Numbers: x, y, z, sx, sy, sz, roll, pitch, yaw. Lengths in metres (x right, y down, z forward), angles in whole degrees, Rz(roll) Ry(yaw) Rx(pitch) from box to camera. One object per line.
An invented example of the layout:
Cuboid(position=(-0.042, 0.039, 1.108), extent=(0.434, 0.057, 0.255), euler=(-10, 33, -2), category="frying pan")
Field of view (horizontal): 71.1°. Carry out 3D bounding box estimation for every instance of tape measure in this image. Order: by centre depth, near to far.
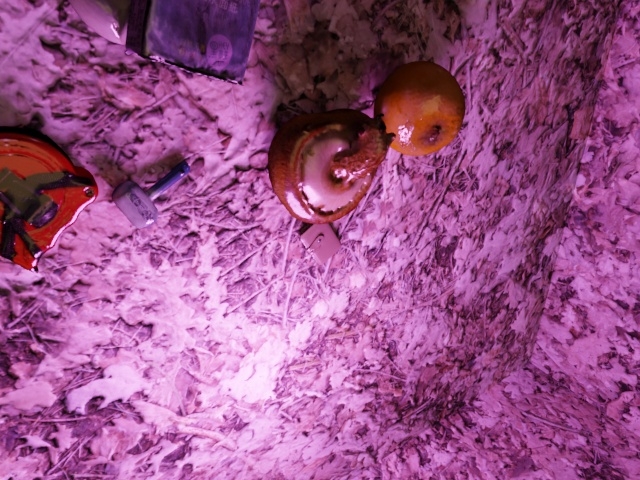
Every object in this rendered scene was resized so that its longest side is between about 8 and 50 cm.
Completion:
Cuboid(position=(-0.603, -0.093, 0.889), extent=(0.253, 0.114, 0.260), euler=(-49, 131, -5), category="tape measure")

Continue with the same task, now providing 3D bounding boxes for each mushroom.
Cuboid(position=(-0.437, -0.473, 0.833), extent=(0.225, 0.093, 0.116), euler=(34, 73, -33), category="mushroom")
Cuboid(position=(0.026, -0.201, 1.184), extent=(0.345, 0.259, 0.346), euler=(-16, 121, -28), category="mushroom")

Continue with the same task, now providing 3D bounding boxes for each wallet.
Cuboid(position=(0.000, 0.000, 1.420), extent=(0.118, 0.038, 0.153), euler=(-44, 132, -11), category="wallet")

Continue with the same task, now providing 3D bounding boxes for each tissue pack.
Cuboid(position=(-0.237, -0.520, 0.892), extent=(0.259, 0.122, 0.362), euler=(-4, 115, -53), category="tissue pack")

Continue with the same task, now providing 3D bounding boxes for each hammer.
Cuboid(position=(-0.389, -0.124, 1.066), extent=(0.194, 0.069, 0.116), euler=(-44, 131, -19), category="hammer")

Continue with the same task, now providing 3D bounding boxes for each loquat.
Cuboid(position=(0.279, -0.373, 1.282), extent=(0.263, 0.263, 0.263), euler=(-16, 122, -28), category="loquat")
